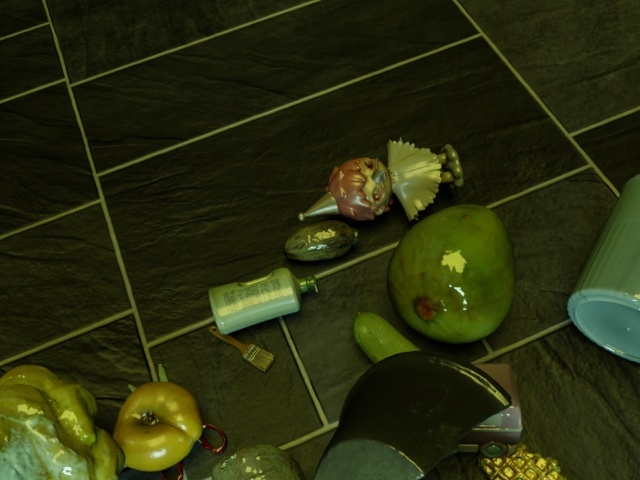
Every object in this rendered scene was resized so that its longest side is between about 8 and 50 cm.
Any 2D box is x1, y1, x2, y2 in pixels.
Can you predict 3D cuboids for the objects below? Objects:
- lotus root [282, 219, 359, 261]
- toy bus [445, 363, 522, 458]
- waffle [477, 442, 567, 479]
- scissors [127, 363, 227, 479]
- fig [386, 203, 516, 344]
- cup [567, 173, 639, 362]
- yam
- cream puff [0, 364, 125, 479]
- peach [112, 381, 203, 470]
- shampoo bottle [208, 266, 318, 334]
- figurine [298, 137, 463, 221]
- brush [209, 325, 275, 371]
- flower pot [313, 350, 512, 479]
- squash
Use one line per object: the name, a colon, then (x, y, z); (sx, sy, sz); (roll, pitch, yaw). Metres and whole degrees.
lotus root: (0.000, 0.000, 1.552); (0.179, 0.089, 0.080); (-10, 51, 1)
toy bus: (0.268, 0.313, 1.276); (0.202, 0.142, 0.142); (-1, 37, 5)
waffle: (0.381, 0.467, 1.243); (0.161, 0.046, 0.192); (-5, 56, 2)
scissors: (-0.308, 0.366, 1.397); (0.144, 0.017, 0.247); (-33, 59, -15)
fig: (0.281, 0.053, 1.408); (0.258, 0.258, 0.326); (18, 44, 16)
cup: (0.684, 0.083, 1.366); (0.257, 0.331, 0.311); (8, 54, 51)
yam: (-0.070, 0.518, 1.189); (0.168, 0.168, 0.304); (-24, 57, -9)
cream puff: (-0.507, 0.403, 1.240); (0.378, 0.275, 0.378); (2, 95, 19)
peach: (-0.318, 0.365, 1.329); (0.179, 0.103, 0.179); (-3, 54, 5)
shampoo bottle: (-0.119, 0.123, 1.486); (0.234, 0.087, 0.118); (-17, 41, -5)
figurine: (0.130, -0.132, 1.573); (0.387, 0.166, 0.207); (-12, 78, -4)
brush: (-0.175, 0.229, 1.472); (0.170, 0.014, 0.043); (27, 63, 22)
flower pot: (0.132, 0.390, 1.101); (0.379, 0.251, 0.379); (4, 98, 31)
squash: (0.136, 0.220, 1.404); (0.095, 0.095, 0.188); (-37, 56, -17)
